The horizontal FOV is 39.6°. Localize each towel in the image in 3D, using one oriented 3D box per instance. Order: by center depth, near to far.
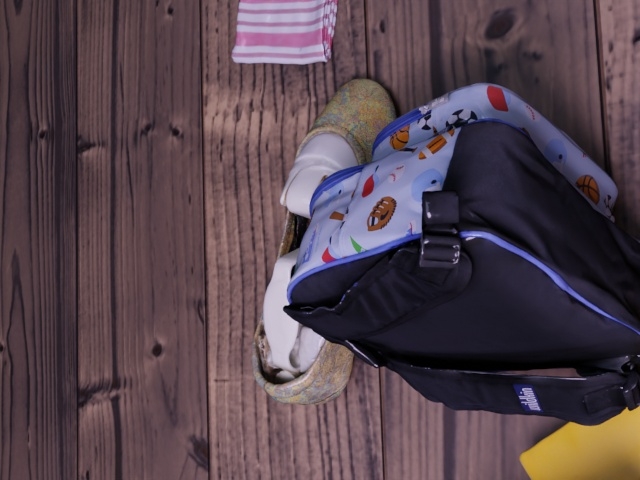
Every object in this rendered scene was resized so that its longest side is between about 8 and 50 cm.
[{"bbox_3d":[-0.040,-0.300,1.014,0.144,0.029,0.197,7,91,39],"label":"towel"}]

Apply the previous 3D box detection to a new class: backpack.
[{"bbox_3d":[0.108,0.014,0.736,0.263,0.276,0.213,-22,41,43],"label":"backpack"}]

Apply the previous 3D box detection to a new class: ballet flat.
[{"bbox_3d":[0.000,0.000,0.904,0.123,0.123,0.348,13,94,38],"label":"ballet flat"}]

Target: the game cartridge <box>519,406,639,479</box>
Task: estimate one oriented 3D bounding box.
[{"bbox_3d":[0.347,0.229,0.660,0.285,0.053,0.323,-43,65,27],"label":"game cartridge"}]
